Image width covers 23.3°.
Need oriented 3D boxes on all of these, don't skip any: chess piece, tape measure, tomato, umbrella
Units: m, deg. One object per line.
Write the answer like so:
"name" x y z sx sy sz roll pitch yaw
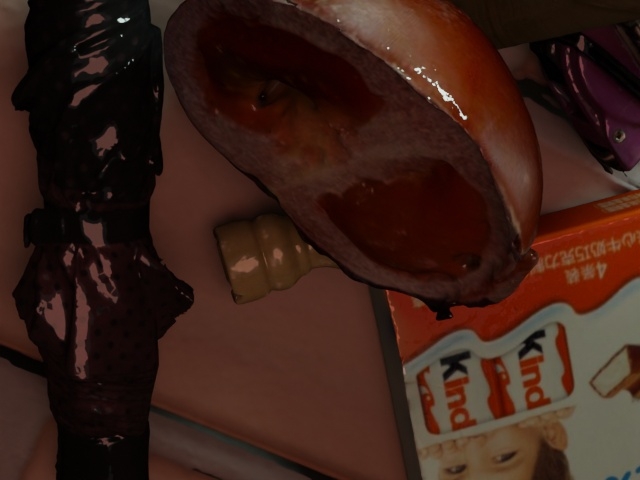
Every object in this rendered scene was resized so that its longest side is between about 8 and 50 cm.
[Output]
"chess piece" 0.000 0.000 0.934 0.122 0.066 0.066 -19 109 -5
"tape measure" 0.195 -0.117 0.946 0.118 0.074 0.125 -40 113 -3
"tomato" 0.038 -0.074 0.819 0.228 0.199 0.112 47 63 -18
"umbrella" -0.130 0.006 0.884 0.094 0.090 0.326 -9 108 -36

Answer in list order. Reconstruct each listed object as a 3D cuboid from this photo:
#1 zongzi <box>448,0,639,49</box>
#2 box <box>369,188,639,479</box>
"zongzi" 0.228 -0.311 0.876 0.181 0.418 0.447 40 50 -38
"box" 0.184 0.107 1.018 0.273 0.048 0.265 -16 108 -11
